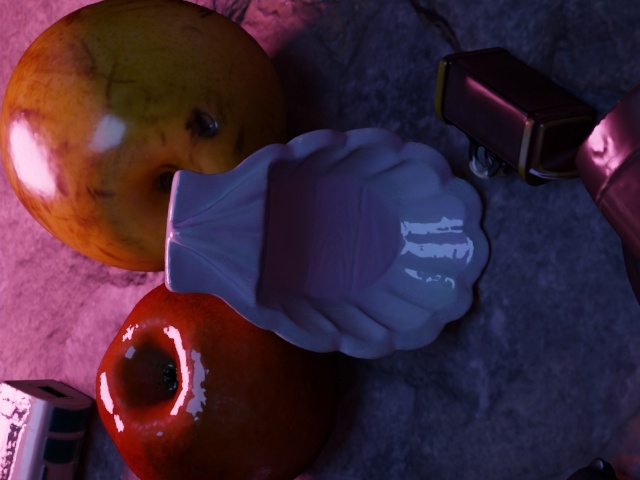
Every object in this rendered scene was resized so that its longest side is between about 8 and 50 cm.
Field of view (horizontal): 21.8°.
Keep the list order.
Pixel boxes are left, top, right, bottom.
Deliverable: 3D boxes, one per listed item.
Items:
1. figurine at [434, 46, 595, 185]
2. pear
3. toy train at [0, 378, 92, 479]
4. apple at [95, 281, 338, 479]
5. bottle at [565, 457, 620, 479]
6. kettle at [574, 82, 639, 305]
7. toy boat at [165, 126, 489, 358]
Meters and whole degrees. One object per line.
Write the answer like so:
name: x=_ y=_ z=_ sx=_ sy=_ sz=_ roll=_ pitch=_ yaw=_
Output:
figurine: x=0.164 y=-0.091 z=1.427 sx=0.154 sy=0.082 sz=0.098 roll=42 pitch=125 yaw=34
pear: x=-0.163 y=-0.100 z=1.570 sx=0.280 sy=0.280 sz=0.281 roll=-5 pitch=82 yaw=39
toy train: x=-0.334 y=0.354 z=1.787 sx=0.088 sy=0.086 sz=0.407 roll=19 pitch=98 yaw=34
apple: x=-0.093 y=0.136 z=1.535 sx=0.218 sy=0.201 sz=0.218 roll=-12 pitch=70 yaw=37
bottle: x=0.284 y=0.257 z=1.285 sx=0.244 sy=0.072 sz=0.082 roll=31 pitch=87 yaw=38
kettle: x=0.322 y=0.013 z=1.204 sx=0.250 sy=0.207 sz=0.271 roll=-39 pitch=70 yaw=23
toy boat: x=0.000 y=0.000 z=1.452 sx=0.100 sy=0.290 sz=0.199 roll=176 pitch=99 yaw=-67
